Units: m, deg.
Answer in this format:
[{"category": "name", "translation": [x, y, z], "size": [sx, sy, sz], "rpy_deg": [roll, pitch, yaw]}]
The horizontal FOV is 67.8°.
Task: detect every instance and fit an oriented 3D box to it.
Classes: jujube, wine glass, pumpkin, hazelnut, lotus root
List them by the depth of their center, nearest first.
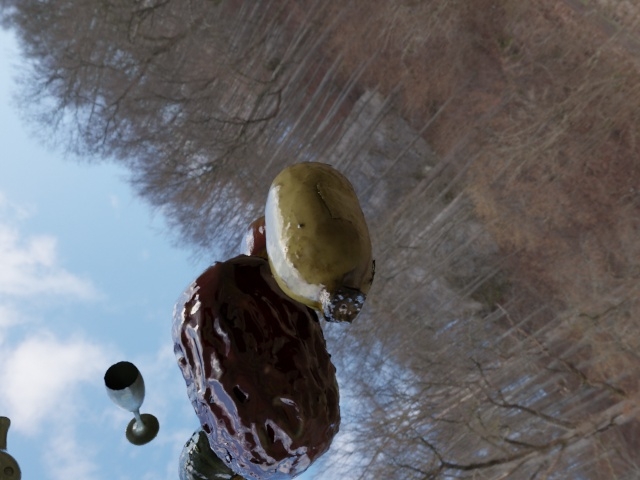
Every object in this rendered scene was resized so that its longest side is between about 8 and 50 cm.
[{"category": "lotus root", "translation": [0.000, 0.000, 0.694], "size": [0.160, 0.146, 0.284], "rpy_deg": [9, -139, -26]}, {"category": "jujube", "translation": [-0.105, 0.191, 0.784], "size": [0.258, 0.258, 0.377], "rpy_deg": [-5, -130, -45]}, {"category": "pumpkin", "translation": [-0.209, 0.479, 1.031], "size": [0.211, 0.212, 0.152], "rpy_deg": [8, -179, -36]}, {"category": "hazelnut", "translation": [-0.081, 0.020, 1.127], "size": [0.212, 0.181, 0.181], "rpy_deg": [5, -178, -5]}, {"category": "wine glass", "translation": [-0.459, 0.495, 1.243], "size": [0.096, 0.310, 0.264], "rpy_deg": [-23, -128, -28]}]

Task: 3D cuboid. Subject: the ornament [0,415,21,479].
[{"category": "ornament", "translation": [-0.592, 0.401, 0.861], "size": [0.156, 0.075, 0.081], "rpy_deg": [46, -177, 41]}]
